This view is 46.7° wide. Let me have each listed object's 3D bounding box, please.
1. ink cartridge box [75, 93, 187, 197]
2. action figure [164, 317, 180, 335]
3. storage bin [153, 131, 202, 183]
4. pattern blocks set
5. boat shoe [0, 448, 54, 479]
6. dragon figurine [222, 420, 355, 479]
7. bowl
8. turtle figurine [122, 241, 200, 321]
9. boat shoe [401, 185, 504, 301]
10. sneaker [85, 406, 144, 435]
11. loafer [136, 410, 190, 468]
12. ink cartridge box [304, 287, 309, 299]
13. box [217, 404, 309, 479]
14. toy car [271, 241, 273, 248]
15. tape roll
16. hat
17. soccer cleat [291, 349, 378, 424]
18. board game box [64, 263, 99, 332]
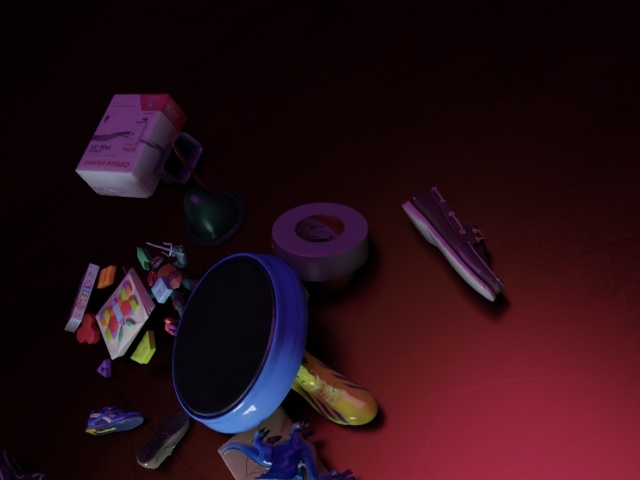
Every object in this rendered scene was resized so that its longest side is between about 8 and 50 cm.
[{"bbox_3d":[-0.536,-0.274,2.115,0.207,0.117,0.283,5,61,25],"label":"ink cartridge box"},{"bbox_3d":[-0.333,0.208,1.724,0.030,0.115,0.038,-2,59,21],"label":"action figure"},{"bbox_3d":[-0.396,-0.217,2.047,0.091,0.098,0.135,-10,51,51],"label":"storage bin"},{"bbox_3d":[-0.470,0.175,1.761,0.285,0.026,0.325,42,110,37],"label":"pattern blocks set"},{"bbox_3d":[-0.629,0.572,1.630,0.119,0.121,0.335,-39,63,-14],"label":"boat shoe"},{"bbox_3d":[-0.079,0.445,1.458,0.289,0.085,0.144,-11,55,14],"label":"dragon figurine"},{"bbox_3d":[-0.185,0.209,1.584,0.391,0.077,0.391,-25,55,40],"label":"bowl"},{"bbox_3d":[-0.366,0.092,1.810,0.234,0.118,0.175,38,99,25],"label":"turtle figurine"},{"bbox_3d":[0.299,-0.002,1.601,0.096,0.117,0.324,-37,47,0],"label":"boat shoe"},{"bbox_3d":[-0.472,0.405,1.696,0.144,0.053,0.059,-13,53,14],"label":"sneaker"},{"bbox_3d":[-0.341,0.438,1.625,0.056,0.050,0.148,27,57,30],"label":"loafer"},{"bbox_3d":[-0.094,0.162,1.669,0.089,0.092,0.143,0,59,23],"label":"ink cartridge box"},{"bbox_3d":[-0.101,0.457,1.528,0.164,0.021,0.201,-39,53,-4],"label":"box"},{"bbox_3d":[-0.069,0.041,1.762,0.122,0.060,0.041,31,106,41],"label":"toy car"},{"bbox_3d":[0.000,0.000,1.692,0.219,0.072,0.219,-2,35,1],"label":"tape roll"},{"bbox_3d":[-0.316,-0.110,1.878,0.208,0.183,0.173,29,74,34],"label":"hat"},{"bbox_3d":[-0.011,0.291,1.534,0.289,0.121,0.093,26,73,34],"label":"soccer cleat"},{"bbox_3d":[-0.610,0.148,1.894,0.103,0.026,0.154,-41,34,55],"label":"board game box"}]
